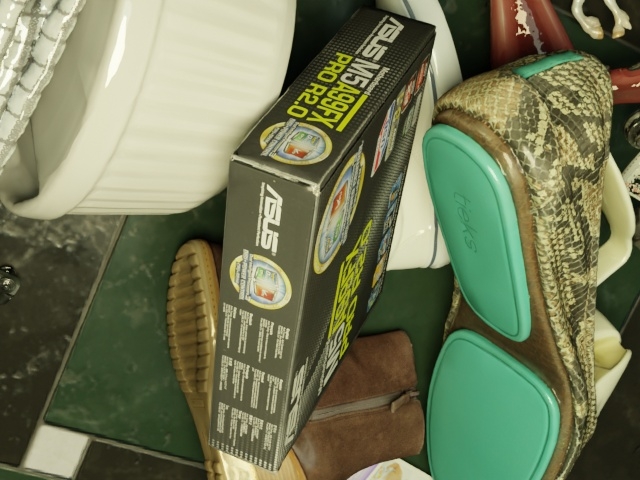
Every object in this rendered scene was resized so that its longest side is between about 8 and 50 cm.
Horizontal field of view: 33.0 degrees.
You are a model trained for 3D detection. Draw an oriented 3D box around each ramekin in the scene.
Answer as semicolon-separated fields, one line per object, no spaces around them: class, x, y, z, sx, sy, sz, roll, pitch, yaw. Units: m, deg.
ramekin;-0.124;-0.139;0.724;0.127;0.273;0.272;9;106;-32

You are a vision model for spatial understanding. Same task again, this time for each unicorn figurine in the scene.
unicorn figurine;0.245;-0.229;0.912;0.162;0.060;0.111;-28;105;-21

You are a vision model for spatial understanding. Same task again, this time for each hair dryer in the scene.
hair dryer;0.251;-0.131;0.904;0.294;0.080;0.223;31;114;-13

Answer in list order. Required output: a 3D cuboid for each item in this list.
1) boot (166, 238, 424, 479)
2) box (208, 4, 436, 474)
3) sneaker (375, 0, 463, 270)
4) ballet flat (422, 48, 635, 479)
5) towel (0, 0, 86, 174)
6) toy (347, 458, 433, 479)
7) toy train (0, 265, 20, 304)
boot;-0.017;0.103;0.944;0.207;0.090;0.248;-15;99;-30
box;0.000;0.000;0.769;0.060;0.216;0.270;20;131;13
sneaker;0.061;-0.087;0.880;0.091;0.094;0.258;-14;113;-16
ballet flat;0.186;0.057;0.898;0.182;0.164;0.482;-29;135;-24
towel;-0.264;-0.133;0.676;0.121;0.235;0.283;21;108;-36
toy;0.082;0.297;1.042;0.237;0.056;0.137;35;97;-24
toy train;-0.312;0.011;0.842;0.158;0.027;0.036;28;110;-24
